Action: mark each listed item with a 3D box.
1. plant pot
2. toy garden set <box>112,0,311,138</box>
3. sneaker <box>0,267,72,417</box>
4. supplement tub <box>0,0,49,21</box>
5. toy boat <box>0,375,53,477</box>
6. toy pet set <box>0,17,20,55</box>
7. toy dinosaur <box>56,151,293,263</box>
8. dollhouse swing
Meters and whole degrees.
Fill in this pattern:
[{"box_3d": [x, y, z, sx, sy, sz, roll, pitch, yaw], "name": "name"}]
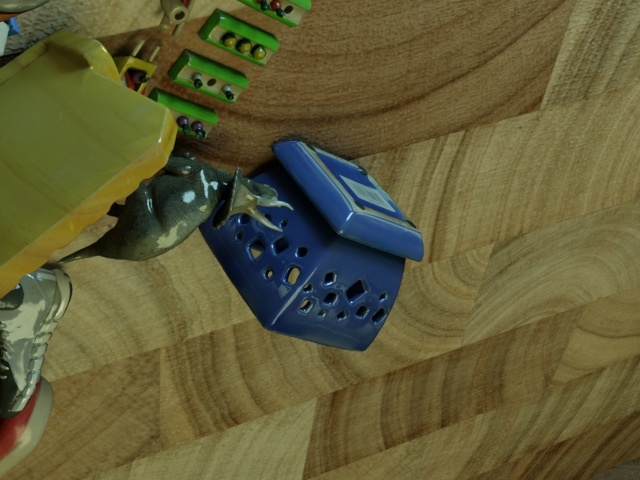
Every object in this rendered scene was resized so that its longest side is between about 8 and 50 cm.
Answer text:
[{"box_3d": [0.000, 0.000, 1.660, 0.236, 0.236, 0.212, 19, 116, -48], "name": "plant pot"}, {"box_3d": [-0.149, -0.233, 1.407, 0.204, 0.049, 0.244, 16, 124, -47], "name": "toy garden set"}, {"box_3d": [-0.451, 0.133, 1.579, 0.132, 0.086, 0.229, 20, 94, -37], "name": "sneaker"}, {"box_3d": [-0.330, -0.263, 0.934, 0.316, 0.194, 0.193, -11, 159, 34], "name": "supplement tub"}, {"box_3d": [-0.518, 0.272, 1.699, 0.231, 0.151, 0.151, -40, 116, 12], "name": "toy boat"}, {"box_3d": [-0.398, -0.233, 1.228, 0.114, 0.065, 0.122, -9, 154, 31], "name": "toy pet set"}, {"box_3d": [-0.213, -0.044, 1.495, 0.313, 0.160, 0.121, -26, 145, -10], "name": "toy dinosaur"}, {"box_3d": [-0.313, -0.016, 1.248, 0.347, 0.305, 0.315, -42, 149, -21], "name": "dollhouse swing"}]
